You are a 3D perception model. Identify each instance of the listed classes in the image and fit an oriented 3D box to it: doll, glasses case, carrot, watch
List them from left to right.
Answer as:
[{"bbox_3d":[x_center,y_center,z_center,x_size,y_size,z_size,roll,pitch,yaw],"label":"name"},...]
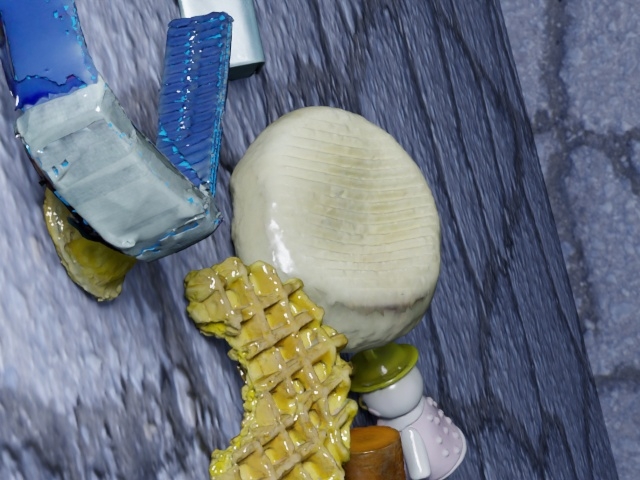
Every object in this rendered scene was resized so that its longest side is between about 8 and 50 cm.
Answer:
[{"bbox_3d":[-0.121,-0.104,1.196,0.276,0.068,0.274,40,27,-54],"label":"watch"},{"bbox_3d":[-0.092,-0.269,1.530,0.105,0.056,0.266,-6,84,-73],"label":"glasses case"},{"bbox_3d":[0.061,0.270,1.652,0.061,0.061,0.209,-59,139,-68],"label":"carrot"},{"bbox_3d":[0.080,0.166,1.741,0.129,0.081,0.207,-96,162,-51],"label":"doll"}]

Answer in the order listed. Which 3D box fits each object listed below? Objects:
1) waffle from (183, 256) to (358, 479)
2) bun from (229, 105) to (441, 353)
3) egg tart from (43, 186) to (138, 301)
[{"bbox_3d":[-0.042,0.110,1.365,0.149,0.051,0.194,15,65,-34],"label":"waffle"},{"bbox_3d":[0.000,0.000,1.528,0.222,0.127,0.222,19,55,-29],"label":"bun"},{"bbox_3d":[-0.142,-0.013,1.188,0.105,0.039,0.105,-13,90,-72],"label":"egg tart"}]
